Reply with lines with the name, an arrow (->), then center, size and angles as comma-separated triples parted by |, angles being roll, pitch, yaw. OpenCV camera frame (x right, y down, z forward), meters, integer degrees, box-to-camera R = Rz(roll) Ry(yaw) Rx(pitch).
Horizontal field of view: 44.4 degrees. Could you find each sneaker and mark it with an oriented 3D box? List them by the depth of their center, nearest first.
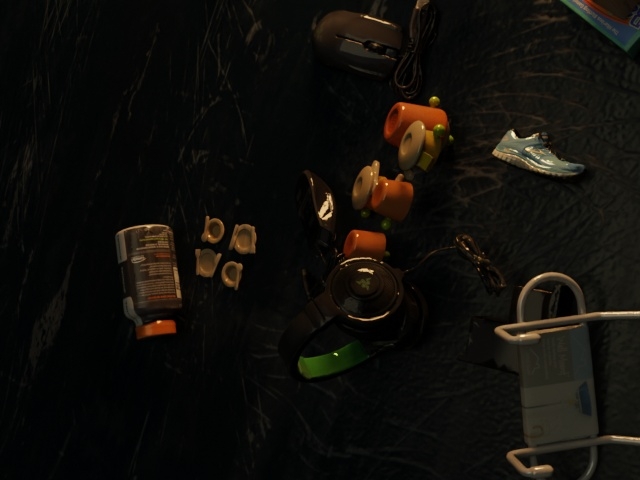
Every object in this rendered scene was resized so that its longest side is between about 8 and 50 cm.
sneaker -> 0.366, -0.145, 1.299 | 0.162, 0.063, 0.073 | 27, 98, 33

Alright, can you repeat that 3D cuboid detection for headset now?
headset -> 0.116, 0.132, 1.345 | 0.394, 0.243, 0.185 | -39, 59, 9

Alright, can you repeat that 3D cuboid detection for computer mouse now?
computer mouse -> 0.082, -0.385, 1.507 | 0.272, 0.072, 0.188 | 18, 97, 34
computer mouse -> 0.000, 0.000, 1.535 | 0.184, 0.060, 0.262 | 111, 150, -45

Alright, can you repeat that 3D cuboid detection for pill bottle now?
pill bottle -> -0.380, 0.097, 1.748 | 0.131, 0.130, 0.245 | -17, 76, 32

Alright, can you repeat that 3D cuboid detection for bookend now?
bookend -> 0.322, 0.138, 1.298 | 0.157, 0.072, 0.156 | 9, 92, 34

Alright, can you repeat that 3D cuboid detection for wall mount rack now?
wall mount rack -> 0.424, 0.220, 1.171 | 0.304, 0.130, 0.349 | -7, 95, -7

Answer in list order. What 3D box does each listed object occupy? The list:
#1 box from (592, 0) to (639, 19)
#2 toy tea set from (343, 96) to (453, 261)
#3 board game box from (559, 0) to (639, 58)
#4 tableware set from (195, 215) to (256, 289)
box -> 0.492, -0.477, 1.154 | 0.094, 0.113, 0.275 | 44, 110, 28
toy tea set -> 0.151, -0.094, 1.416 | 0.200, 0.124, 0.336 | -97, 28, -50
board game box -> 0.505, -0.420, 1.234 | 0.210, 0.047, 0.160 | -51, 61, 20
tableware set -> -0.210, 0.024, 1.704 | 0.169, 0.020, 0.141 | 16, 95, 34
